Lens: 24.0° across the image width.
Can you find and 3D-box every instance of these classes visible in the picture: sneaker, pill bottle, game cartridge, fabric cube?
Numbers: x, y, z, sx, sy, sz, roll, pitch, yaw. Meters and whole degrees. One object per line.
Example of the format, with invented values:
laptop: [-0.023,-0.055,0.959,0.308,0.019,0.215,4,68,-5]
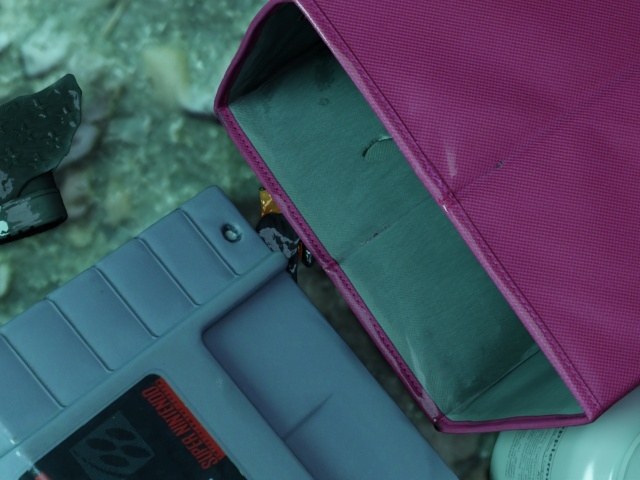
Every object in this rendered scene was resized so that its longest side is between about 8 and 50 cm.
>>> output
sneaker: [-0.216,-0.037,0.892,0.170,0.051,0.089,-17,88,-16]
pill bottle: [0.188,0.142,0.852,0.131,0.229,0.131,1,85,-10]
game cartridge: [-0.025,0.158,0.836,0.355,0.068,0.230,50,43,2]
fabric cube: [0.128,-0.070,0.844,0.258,0.254,0.259,-35,90,-14]

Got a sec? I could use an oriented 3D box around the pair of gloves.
pair of gloves: [0.000,0.000,0.944,0.083,0.010,0.074,-4,86,-10]
